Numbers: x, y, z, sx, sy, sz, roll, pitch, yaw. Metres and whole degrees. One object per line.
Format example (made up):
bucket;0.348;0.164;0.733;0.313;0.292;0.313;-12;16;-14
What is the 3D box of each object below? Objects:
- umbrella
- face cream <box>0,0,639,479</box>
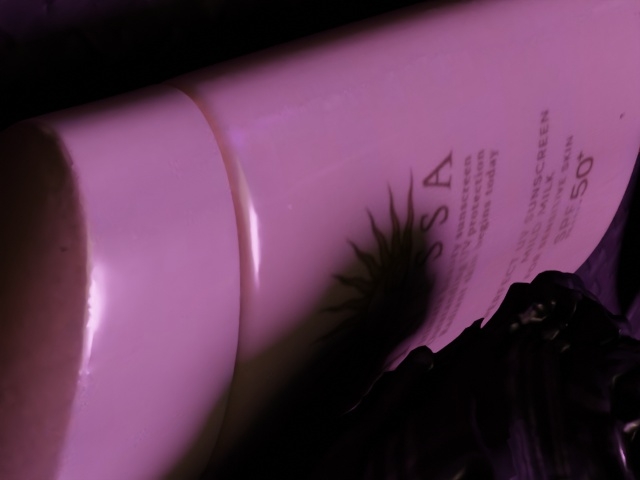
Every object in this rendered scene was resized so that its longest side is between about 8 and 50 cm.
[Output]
umbrella;-0.007;0.155;0.442;0.336;0.154;0.128;-43;121;-4
face cream;0.000;0.000;0.498;0.348;0.081;0.173;-24;136;-45
